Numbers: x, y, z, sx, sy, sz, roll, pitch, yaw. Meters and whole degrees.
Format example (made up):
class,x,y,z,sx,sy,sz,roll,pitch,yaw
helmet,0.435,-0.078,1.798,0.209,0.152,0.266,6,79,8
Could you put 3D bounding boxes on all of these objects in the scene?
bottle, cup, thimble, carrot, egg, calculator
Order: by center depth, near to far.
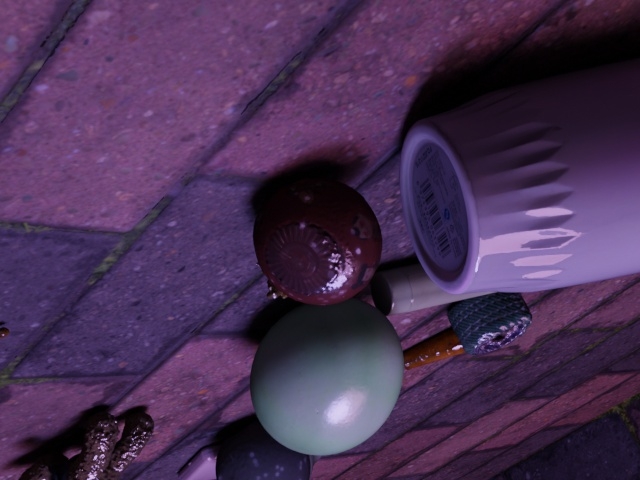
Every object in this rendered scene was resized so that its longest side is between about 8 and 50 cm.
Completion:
class,x,y,z,sx,sy,sz,roll,pitch,yaw
cup,0.299,-0.070,1.207,0.371,0.253,0.253,-13,154,-17
egg,0.011,0.200,1.554,0.220,0.220,0.270,0,138,-40
bottle,0.180,0.064,1.597,0.201,0.072,0.072,-11,153,-24
thimble,0.299,0.138,1.827,0.135,0.090,0.118,-26,158,3
carrot,0.230,0.198,1.943,0.161,0.055,0.055,-20,157,13
calculator,-0.219,0.450,2.094,0.100,0.032,0.175,-4,149,-36

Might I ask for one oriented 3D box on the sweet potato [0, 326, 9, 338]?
class,x,y,z,sx,sy,sz,roll,pitch,yaw
sweet potato,-0.469,0.136,1.209,0.226,0.068,0.068,-5,150,-35

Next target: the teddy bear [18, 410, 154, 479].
class,x,y,z,sx,sy,sz,roll,pitch,yaw
teddy bear,-0.389,0.375,1.685,0.251,0.129,0.182,-33,152,20

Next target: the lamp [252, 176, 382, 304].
class,x,y,z,sx,sy,sz,roll,pitch,yaw
lamp,-0.001,-0.005,1.241,0.157,0.156,0.135,3,-154,21

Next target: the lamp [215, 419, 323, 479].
class,x,y,z,sx,sy,sz,roll,pitch,yaw
lamp,-0.064,0.408,2.020,0.313,0.182,0.182,-29,165,-40
